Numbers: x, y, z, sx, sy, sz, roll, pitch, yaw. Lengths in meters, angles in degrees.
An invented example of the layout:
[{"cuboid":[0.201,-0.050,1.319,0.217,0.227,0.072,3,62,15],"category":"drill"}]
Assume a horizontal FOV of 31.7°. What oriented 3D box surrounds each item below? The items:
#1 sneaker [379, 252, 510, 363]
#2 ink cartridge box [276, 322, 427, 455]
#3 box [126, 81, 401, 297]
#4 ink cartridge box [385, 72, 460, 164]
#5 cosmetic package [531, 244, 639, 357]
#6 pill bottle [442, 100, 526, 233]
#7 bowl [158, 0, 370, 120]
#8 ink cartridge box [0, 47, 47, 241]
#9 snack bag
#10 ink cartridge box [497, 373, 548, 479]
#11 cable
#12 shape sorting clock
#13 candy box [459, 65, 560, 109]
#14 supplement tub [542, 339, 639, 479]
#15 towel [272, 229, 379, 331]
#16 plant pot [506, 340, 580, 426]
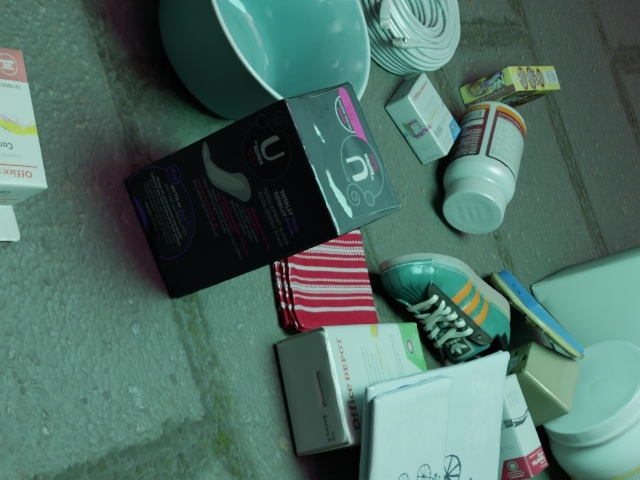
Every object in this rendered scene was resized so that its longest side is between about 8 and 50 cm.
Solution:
[{"cuboid":[0.202,0.115,1.711,0.302,0.108,0.121,29,48,-42],"category":"sneaker"},{"cuboid":[0.052,0.195,1.503,0.212,0.093,0.154,3,70,-53],"category":"ink cartridge box"},{"cuboid":[-0.070,-0.056,1.325,0.143,0.270,0.165,-23,92,-52],"category":"box"},{"cuboid":[0.171,-0.203,1.870,0.122,0.052,0.088,56,39,-19],"category":"ink cartridge box"},{"cuboid":[0.583,0.106,1.970,0.155,0.366,0.197,-22,93,-51],"category":"cosmetic package"},{"cuboid":[0.274,-0.123,1.902,0.121,0.121,0.221,45,44,-28],"category":"pill bottle"},{"cuboid":[-0.093,-0.280,1.492,0.311,0.163,0.311,26,53,-42],"category":"bowl"},{"cuboid":[-0.355,-0.101,1.164,0.115,0.067,0.198,-1,74,-51],"category":"ink cartridge box"},{"cuboid":[0.160,0.328,1.519,0.343,0.037,0.323,-5,100,-50],"category":"snack bag"},{"cuboid":[0.262,0.287,1.701,0.063,0.109,0.150,-15,85,-52],"category":"ink cartridge box"},{"cuboid":[0.138,-0.402,1.896,0.257,0.089,0.257,14,62,-48],"category":"cable"},{"cuboid":[0.360,0.127,1.884,0.206,0.040,0.206,45,7,-7],"category":"shape sorting clock"},{"cuboid":[0.353,-0.282,2.084,0.187,0.109,0.053,-15,85,-53],"category":"candy box"},{"cuboid":[0.535,0.353,1.897,0.331,0.241,0.241,51,41,-23],"category":"supplement tub"},{"cuboid":[0.000,0.000,1.583,0.199,0.031,0.274,8,67,-50],"category":"towel"},{"cuboid":[0.346,0.230,1.843,0.096,0.109,0.109,42,44,-16],"category":"plant pot"}]
